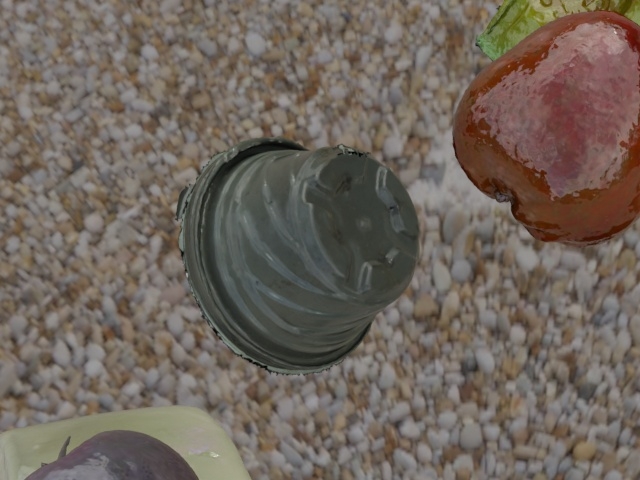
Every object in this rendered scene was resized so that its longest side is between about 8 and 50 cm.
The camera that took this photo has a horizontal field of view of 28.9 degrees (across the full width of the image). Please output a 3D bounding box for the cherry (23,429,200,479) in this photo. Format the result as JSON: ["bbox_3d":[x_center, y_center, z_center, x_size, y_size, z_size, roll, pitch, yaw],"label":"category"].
[{"bbox_3d":[-0.213,0.296,1.263,0.266,0.183,0.213,34,38,20],"label":"cherry"}]

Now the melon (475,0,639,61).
[{"bbox_3d":[0.286,-0.222,1.107,0.265,0.129,0.169,-54,56,33],"label":"melon"}]

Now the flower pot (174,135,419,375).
[{"bbox_3d":[0.000,0.000,1.138,0.140,0.235,0.235,-24,60,46],"label":"flower pot"}]

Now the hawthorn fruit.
[{"bbox_3d":[0.158,-0.070,0.763,0.133,0.133,0.138,40,105,19],"label":"hawthorn fruit"}]

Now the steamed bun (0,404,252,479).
[{"bbox_3d":[-0.248,0.402,1.643,0.371,0.290,0.456,-9,40,-21],"label":"steamed bun"}]
